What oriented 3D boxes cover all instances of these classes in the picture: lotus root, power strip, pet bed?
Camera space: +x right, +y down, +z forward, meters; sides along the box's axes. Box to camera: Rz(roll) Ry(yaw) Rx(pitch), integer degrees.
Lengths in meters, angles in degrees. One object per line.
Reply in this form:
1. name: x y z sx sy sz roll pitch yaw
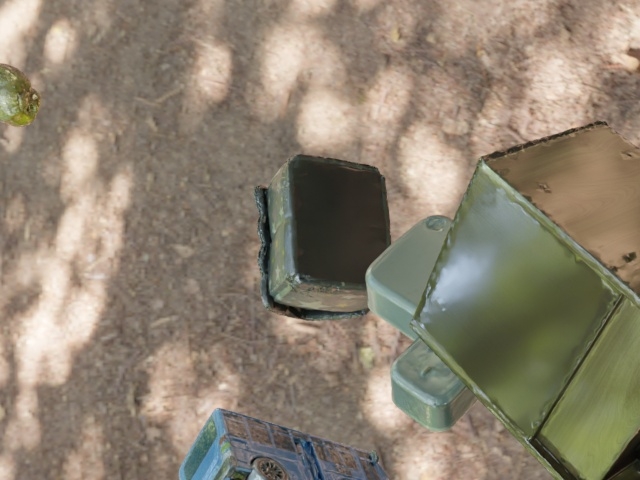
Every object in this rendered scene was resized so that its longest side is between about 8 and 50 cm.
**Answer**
1. lotus root: -0.303 -0.141 0.932 0.049 0.054 0.099 -41 44 -13
2. power strip: 0.148 0.094 0.922 0.265 0.194 0.059 33 150 32
3. pet bed: 0.000 0.000 1.409 0.159 0.183 0.211 141 129 -57

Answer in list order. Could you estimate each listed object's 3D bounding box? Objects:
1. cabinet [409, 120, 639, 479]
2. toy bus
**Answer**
1. cabinet: 0.208 0.054 0.702 0.215 0.148 0.174 47 139 31
2. toy bus: -0.031 0.282 1.093 0.116 0.234 0.133 -60 27 17
